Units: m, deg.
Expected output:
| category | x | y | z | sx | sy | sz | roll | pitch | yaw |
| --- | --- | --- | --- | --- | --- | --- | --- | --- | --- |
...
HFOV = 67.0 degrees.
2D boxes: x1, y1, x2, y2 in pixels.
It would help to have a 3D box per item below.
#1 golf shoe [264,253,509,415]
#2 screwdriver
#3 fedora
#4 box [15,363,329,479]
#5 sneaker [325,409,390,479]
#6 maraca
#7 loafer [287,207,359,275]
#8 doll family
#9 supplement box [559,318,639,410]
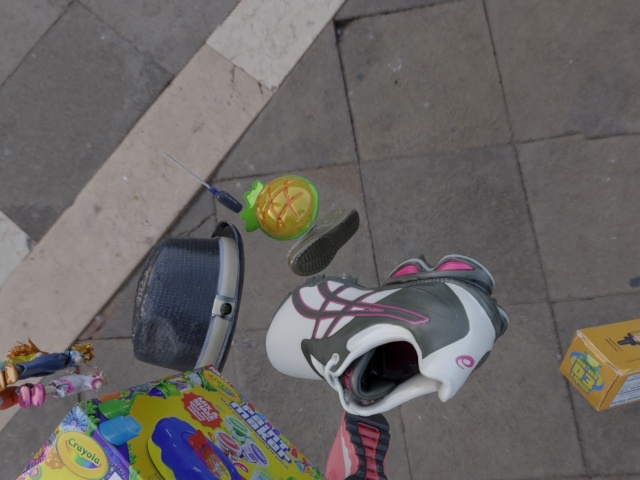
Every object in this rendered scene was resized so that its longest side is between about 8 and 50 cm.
| category | x | y | z | sx | sy | sz | roll | pitch | yaw |
| --- | --- | --- | --- | --- | --- | --- | --- | --- | --- |
| golf shoe | 0.024 | 0.091 | 0.433 | 0.273 | 0.120 | 0.105 | -25 | 105 | 42 |
| screwdriver | -0.213 | -0.101 | 0.871 | 0.170 | 0.024 | 0.025 | 33 | 78 | -23 |
| fedora | -0.258 | 0.114 | 0.893 | 0.152 | 0.334 | 0.334 | 14 | 83 | -25 |
| box | -0.139 | 0.318 | 0.542 | 0.290 | 0.279 | 0.177 | 39 | 93 | 14 |
| sneaker | 0.061 | 0.441 | 0.838 | 0.116 | 0.314 | 0.136 | 22 | 119 | -3 |
| maraca | -0.081 | -0.064 | 0.924 | 0.185 | 0.099 | 0.127 | 5 | 79 | 34 |
| loafer | 0.000 | 0.000 | 0.708 | 0.050 | 0.056 | 0.148 | 14 | 39 | 40 |
| doll family | -0.488 | 0.222 | 0.838 | 0.263 | 0.163 | 0.118 | -14 | 83 | 20 |
| supplement box | 0.445 | 0.155 | 0.648 | 0.233 | 0.078 | 0.080 | -4 | 125 | -18 |
